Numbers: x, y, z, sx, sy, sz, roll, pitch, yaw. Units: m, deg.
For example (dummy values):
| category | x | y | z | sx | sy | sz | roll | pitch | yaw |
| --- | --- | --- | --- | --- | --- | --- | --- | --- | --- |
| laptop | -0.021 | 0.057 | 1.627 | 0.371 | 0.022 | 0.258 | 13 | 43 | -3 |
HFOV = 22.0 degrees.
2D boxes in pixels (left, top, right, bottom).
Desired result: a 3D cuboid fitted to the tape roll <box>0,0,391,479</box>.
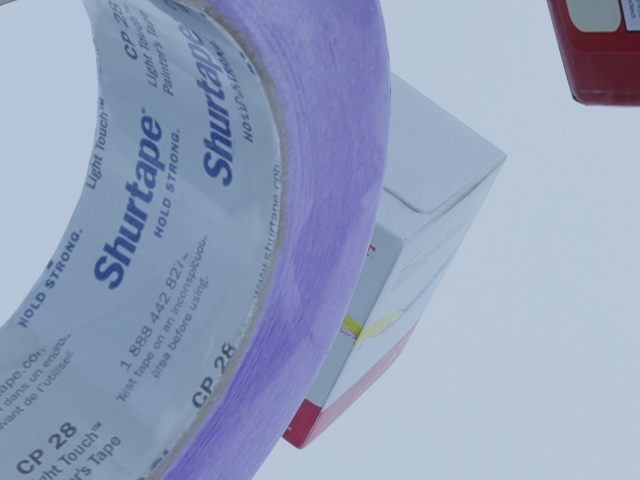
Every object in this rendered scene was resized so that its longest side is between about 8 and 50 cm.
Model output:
| category | x | y | z | sx | sy | sz | roll | pitch | yaw |
| --- | --- | --- | --- | --- | --- | --- | --- | --- | --- |
| tape roll | -0.105 | 0.002 | 0.449 | 0.275 | 0.090 | 0.275 | -31 | -43 | -34 |

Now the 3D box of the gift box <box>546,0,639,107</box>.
| category | x | y | z | sx | sy | sz | roll | pitch | yaw |
| --- | --- | --- | --- | --- | --- | --- | --- | --- | --- |
| gift box | 0.193 | -0.188 | 0.461 | 0.258 | 0.276 | 0.255 | -23 | -69 | -25 |

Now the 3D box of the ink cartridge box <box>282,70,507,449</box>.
| category | x | y | z | sx | sy | sz | roll | pitch | yaw |
| --- | --- | --- | --- | --- | --- | --- | --- | --- | --- |
| ink cartridge box | 0.000 | 0.000 | 0.950 | 0.128 | 0.176 | 0.127 | 37 | -139 | 13 |
